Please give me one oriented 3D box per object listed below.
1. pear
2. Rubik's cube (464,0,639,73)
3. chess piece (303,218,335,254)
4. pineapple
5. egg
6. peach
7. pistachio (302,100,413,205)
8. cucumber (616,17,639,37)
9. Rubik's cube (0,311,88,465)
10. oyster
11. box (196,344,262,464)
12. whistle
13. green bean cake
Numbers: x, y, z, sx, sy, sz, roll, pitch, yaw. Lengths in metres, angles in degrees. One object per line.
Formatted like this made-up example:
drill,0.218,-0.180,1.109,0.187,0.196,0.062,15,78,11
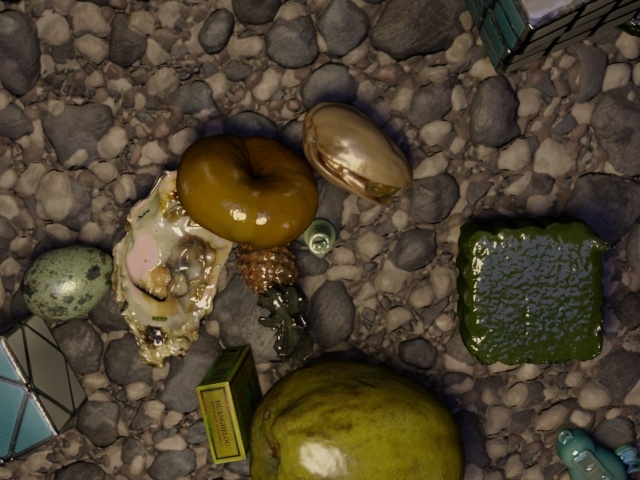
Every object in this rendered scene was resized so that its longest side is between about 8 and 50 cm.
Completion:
pear,0.057,0.367,1.575,0.413,0.352,0.352,17,101,-41
Rubik's cube,0.375,-0.501,1.435,0.343,0.337,0.345,-25,85,4
chess piece,0.000,0.000,1.632,0.059,0.149,0.059,0,99,-1
pineapple,-0.071,0.106,1.627,0.111,0.119,0.237,-33,62,32
egg,-0.448,0.073,1.657,0.172,0.132,0.132,-26,97,-1
peach,-0.123,-0.084,1.575,0.251,0.251,0.153,15,115,-2
pistachio,0.060,-0.155,1.621,0.215,0.144,0.144,37,97,-8
cucumber,0.580,-0.373,1.613,0.293,0.067,0.068,23,98,1
Rubik's cube,-0.569,0.271,1.652,0.205,0.207,0.205,-26,97,6
oyster,-0.281,0.050,1.678,0.201,0.107,0.355,19,86,-22
box,-0.154,0.283,1.640,0.064,0.220,0.141,-11,100,9
whistle,0.531,0.452,1.727,0.186,0.093,0.274,-40,99,6
green bean cake,0.366,0.085,1.637,0.246,0.156,0.250,-3,99,2
